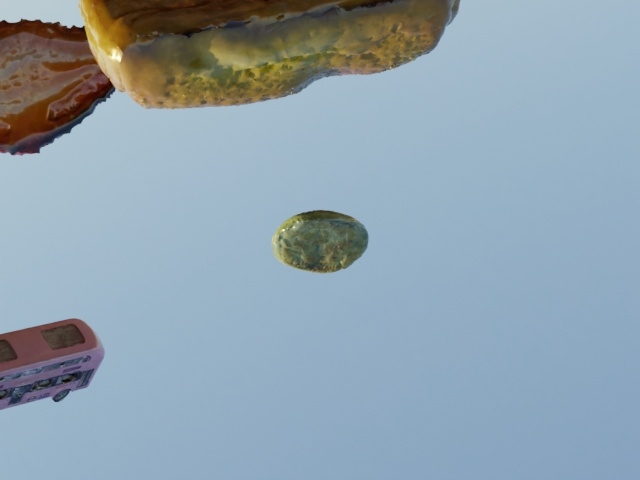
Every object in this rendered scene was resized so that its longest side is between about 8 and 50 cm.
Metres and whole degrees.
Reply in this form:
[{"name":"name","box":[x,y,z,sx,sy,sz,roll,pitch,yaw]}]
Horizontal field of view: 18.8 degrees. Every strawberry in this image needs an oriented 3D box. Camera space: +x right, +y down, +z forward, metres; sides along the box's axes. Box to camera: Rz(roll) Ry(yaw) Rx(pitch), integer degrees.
[{"name":"strawberry","box":[-0.305,-0.165,2.019,0.192,0.140,0.085,-48,-165,-9]}]

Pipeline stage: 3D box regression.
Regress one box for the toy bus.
[{"name":"toy bus","box":[-0.332,0.141,2.123,0.203,0.063,0.090,-13,146,-42]}]

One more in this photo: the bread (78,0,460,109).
[{"name":"bread","box":[-0.058,-0.279,1.692,0.337,0.328,0.148,-14,154,-8]}]

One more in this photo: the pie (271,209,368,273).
[{"name":"pie","box":[0.001,-0.001,1.598,0.084,0.084,0.021,-15,-125,13]}]
